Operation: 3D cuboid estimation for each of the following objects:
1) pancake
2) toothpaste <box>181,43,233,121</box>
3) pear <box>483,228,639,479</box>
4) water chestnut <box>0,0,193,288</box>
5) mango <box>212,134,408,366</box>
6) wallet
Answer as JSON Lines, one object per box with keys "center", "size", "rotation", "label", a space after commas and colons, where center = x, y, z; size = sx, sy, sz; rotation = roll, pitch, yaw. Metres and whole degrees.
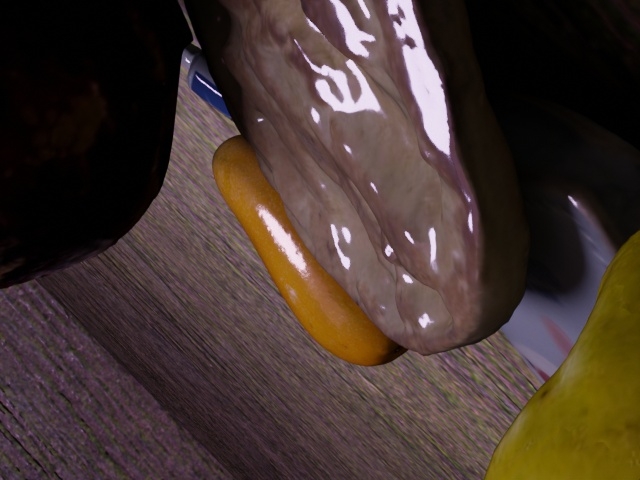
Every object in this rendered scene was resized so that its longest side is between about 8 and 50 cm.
{"center": [0.000, -0.086, 0.675], "size": [0.294, 0.049, 0.294], "rotation": [54, 161, 28], "label": "pancake"}
{"center": [-0.020, -0.070, 0.937], "size": [0.197, 0.035, 0.057], "rotation": [38, 180, 17], "label": "toothpaste"}
{"center": [0.201, 0.123, 0.479], "size": [0.307, 0.253, 0.253], "rotation": [27, 162, 8], "label": "pear"}
{"center": [-0.252, -0.117, 0.781], "size": [0.335, 0.347, 0.335], "rotation": [157, 90, -79], "label": "water chestnut"}
{"center": [0.000, 0.000, 0.982], "size": [0.184, 0.085, 0.102], "rotation": [53, 169, 4], "label": "mango"}
{"center": [0.170, 0.067, 0.728], "size": [0.360, 0.083, 0.252], "rotation": [51, 168, -23], "label": "wallet"}
